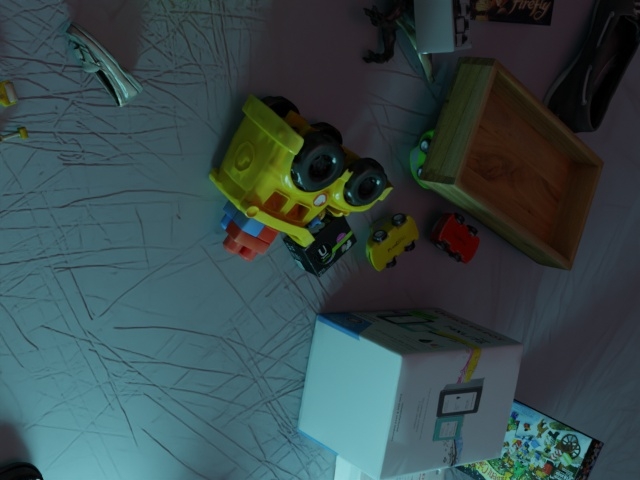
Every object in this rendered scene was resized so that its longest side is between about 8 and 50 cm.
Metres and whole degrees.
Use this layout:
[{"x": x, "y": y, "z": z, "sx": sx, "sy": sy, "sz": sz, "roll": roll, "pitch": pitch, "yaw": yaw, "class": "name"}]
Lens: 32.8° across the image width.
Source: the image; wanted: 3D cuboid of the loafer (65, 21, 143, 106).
[{"x": -0.263, "y": -0.208, "z": 1.303, "sx": 0.039, "sy": 0.045, "sz": 0.125, "roll": -50, "pitch": 133, "yaw": -6, "class": "loafer"}]

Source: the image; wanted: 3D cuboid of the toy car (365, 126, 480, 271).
[{"x": 0.163, "y": -0.070, "z": 1.696, "sx": 0.239, "sy": 0.053, "sz": 0.225, "roll": -5, "pitch": 108, "yaw": -39, "class": "toy car"}]

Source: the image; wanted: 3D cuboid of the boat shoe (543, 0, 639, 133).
[{"x": 0.500, "y": -0.324, "z": 1.854, "sx": 0.112, "sy": 0.095, "sz": 0.335, "roll": 36, "pitch": 82, "yaw": -41, "class": "boat shoe"}]

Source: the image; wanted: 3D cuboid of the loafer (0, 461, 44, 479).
[{"x": -0.447, "y": 0.402, "z": 1.329, "sx": 0.302, "sy": 0.095, "sz": 0.109, "roll": -41, "pitch": 127, "yaw": -21, "class": "loafer"}]

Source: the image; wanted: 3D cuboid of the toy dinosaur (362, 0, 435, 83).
[{"x": 0.112, "y": -0.317, "z": 1.564, "sx": 0.118, "sy": 0.064, "sz": 0.268, "roll": -41, "pitch": 130, "yaw": -30, "class": "toy dinosaur"}]

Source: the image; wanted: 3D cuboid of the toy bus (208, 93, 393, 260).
[{"x": -0.040, "y": -0.063, "z": 1.482, "sx": 0.220, "sy": 0.149, "sz": 0.211, "roll": 23, "pitch": 103, "yaw": -44, "class": "toy bus"}]

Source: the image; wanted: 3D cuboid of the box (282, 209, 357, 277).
[{"x": 0.000, "y": 0.000, "z": 1.586, "sx": 0.083, "sy": 0.052, "sz": 0.062, "roll": -43, "pitch": 128, "yaw": -18, "class": "box"}]

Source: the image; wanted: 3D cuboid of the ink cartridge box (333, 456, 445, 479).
[{"x": 0.119, "y": 0.372, "z": 1.806, "sx": 0.198, "sy": 0.067, "sz": 0.115, "roll": -3, "pitch": 108, "yaw": -37, "class": "ink cartridge box"}]

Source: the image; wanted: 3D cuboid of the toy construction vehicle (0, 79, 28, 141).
[{"x": -0.388, "y": -0.137, "z": 1.235, "sx": 0.098, "sy": 0.035, "sz": 0.086, "roll": -28, "pitch": 111, "yaw": -32, "class": "toy construction vehicle"}]

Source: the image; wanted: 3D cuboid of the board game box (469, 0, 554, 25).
[{"x": 0.272, "y": -0.419, "z": 1.668, "sx": 0.243, "sy": 0.042, "sz": 0.165, "roll": -6, "pitch": 109, "yaw": -38, "class": "board game box"}]

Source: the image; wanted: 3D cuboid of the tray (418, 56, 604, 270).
[{"x": 0.317, "y": -0.113, "z": 1.748, "sx": 0.411, "sy": 0.076, "sz": 0.203, "roll": 28, "pitch": 78, "yaw": -48, "class": "tray"}]

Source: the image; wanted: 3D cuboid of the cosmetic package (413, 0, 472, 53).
[{"x": 0.170, "y": -0.387, "z": 1.535, "sx": 0.099, "sy": 0.060, "sz": 0.239, "roll": -31, "pitch": 118, "yaw": -65, "class": "cosmetic package"}]

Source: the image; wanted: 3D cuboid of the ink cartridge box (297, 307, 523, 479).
[{"x": 0.140, "y": 0.228, "z": 1.685, "sx": 0.270, "sy": 0.198, "sz": 0.197, "roll": 0, "pitch": 104, "yaw": -41, "class": "ink cartridge box"}]

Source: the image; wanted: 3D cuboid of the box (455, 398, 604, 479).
[{"x": 0.358, "y": 0.374, "z": 1.891, "sx": 0.044, "sy": 0.233, "sz": 0.159, "roll": 26, "pitch": 88, "yaw": -43, "class": "box"}]
